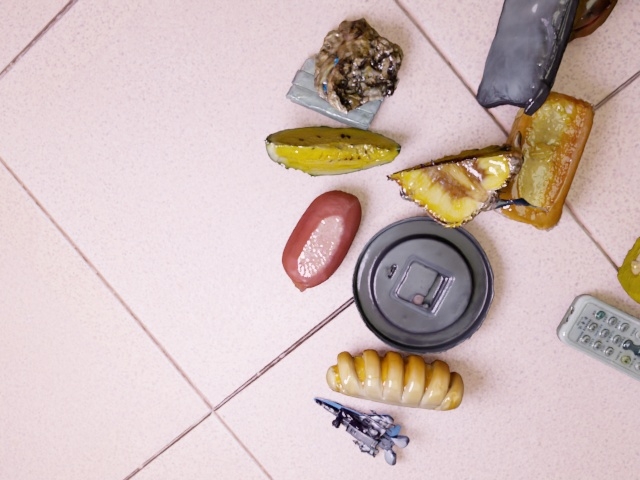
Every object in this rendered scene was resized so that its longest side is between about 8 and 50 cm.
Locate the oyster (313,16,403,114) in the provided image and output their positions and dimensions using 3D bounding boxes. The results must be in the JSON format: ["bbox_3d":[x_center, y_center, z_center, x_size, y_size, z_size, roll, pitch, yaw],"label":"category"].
[{"bbox_3d":[0.073,-0.397,1.061,0.214,0.083,0.222,-31,73,-9],"label":"oyster"}]

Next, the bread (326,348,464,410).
[{"bbox_3d":[0.169,0.319,1.113,0.312,0.173,0.121,8,75,5],"label":"bread"}]

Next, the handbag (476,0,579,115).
[{"bbox_3d":[0.430,-0.424,0.997,0.075,0.192,0.331,12,98,-26],"label":"handbag"}]

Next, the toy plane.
[{"bbox_3d":[0.089,0.453,1.178,0.247,0.078,0.169,23,126,6],"label":"toy plane"}]

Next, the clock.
[{"bbox_3d":[0.237,0.103,1.131,0.326,0.067,0.324,1,96,6],"label":"clock"}]

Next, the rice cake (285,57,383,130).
[{"bbox_3d":[0.036,-0.339,1.108,0.211,0.038,0.124,27,83,5],"label":"rice cake"}]

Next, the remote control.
[{"bbox_3d":[0.715,0.244,1.097,0.336,0.065,0.127,27,96,3],"label":"remote control"}]

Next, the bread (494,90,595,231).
[{"bbox_3d":[0.477,-0.174,1.053,0.153,0.119,0.287,17,97,0],"label":"bread"}]

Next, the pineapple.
[{"bbox_3d":[0.324,-0.119,1.023,0.335,0.161,0.158,-14,97,50],"label":"pineapple"}]

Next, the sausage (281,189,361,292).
[{"bbox_3d":[0.000,0.000,1.113,0.148,0.148,0.254,27,101,2],"label":"sausage"}]

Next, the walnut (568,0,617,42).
[{"bbox_3d":[0.561,-0.528,0.995,0.137,0.137,0.245,16,97,4],"label":"walnut"}]

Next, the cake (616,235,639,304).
[{"bbox_3d":[0.767,0.035,1.012,0.156,0.179,0.260,27,97,3],"label":"cake"}]

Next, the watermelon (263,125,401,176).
[{"bbox_3d":[0.019,-0.209,1.085,0.302,0.129,0.122,0,91,-11],"label":"watermelon"}]
